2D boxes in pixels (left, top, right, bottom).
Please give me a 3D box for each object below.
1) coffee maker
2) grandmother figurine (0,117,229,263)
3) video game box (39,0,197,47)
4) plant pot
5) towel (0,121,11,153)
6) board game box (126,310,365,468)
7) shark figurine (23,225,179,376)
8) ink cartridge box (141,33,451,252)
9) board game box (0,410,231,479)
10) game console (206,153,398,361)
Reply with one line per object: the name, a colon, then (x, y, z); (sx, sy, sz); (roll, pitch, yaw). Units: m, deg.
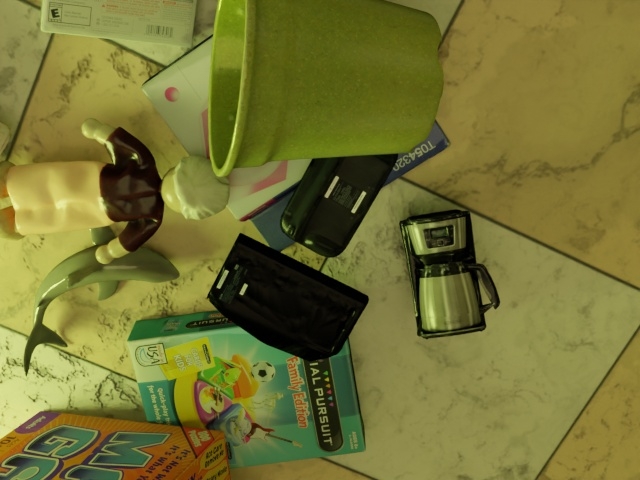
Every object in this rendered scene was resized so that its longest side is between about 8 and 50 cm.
coffee maker: (0.173, 0.047, 1.348); (0.120, 0.171, 0.178); (-8, 90, -19)
grandmother figurine: (-0.296, -0.072, 1.290); (0.343, 0.104, 0.207); (-1, 117, 12)
video game box: (-0.262, -0.362, 1.203); (0.205, 0.048, 0.187); (2, 115, -23)
plant pot: (0.006, -0.208, 1.127); (0.254, 0.276, 0.275); (4, 112, -15)
towel: (-0.662, -0.117, 1.286); (0.332, 0.053, 0.317); (29, 113, -25)
board game box: (-0.112, 0.233, 1.448); (0.336, 0.079, 0.253); (-8, 111, 4)
shark figurine: (-0.375, 0.073, 1.373); (0.278, 0.116, 0.166); (-33, 106, 10)
ink cartridge box: (-0.028, -0.177, 1.296); (0.324, 0.071, 0.330); (-33, 106, 12)
board game box: (-0.355, 0.505, 1.341); (0.357, 0.356, 0.356); (1, 108, 24)
game console: (0.000, 0.000, 1.302); (0.213, 0.044, 0.361); (27, 108, -8)
